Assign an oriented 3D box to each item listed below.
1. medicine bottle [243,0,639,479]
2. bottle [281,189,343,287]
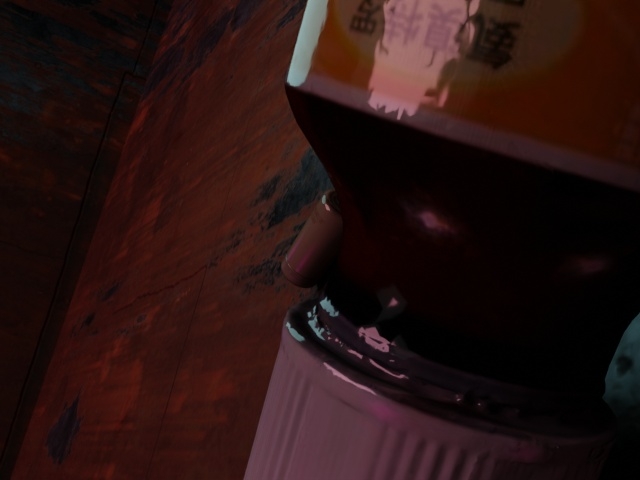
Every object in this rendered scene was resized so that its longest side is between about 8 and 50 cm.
[{"bbox_3d":[0.094,-0.017,0.442,0.242,0.242,0.395,-147,67,-68],"label":"medicine bottle"},{"bbox_3d":[0.000,0.000,0.869,0.096,0.045,0.045,-55,25,32],"label":"bottle"}]
